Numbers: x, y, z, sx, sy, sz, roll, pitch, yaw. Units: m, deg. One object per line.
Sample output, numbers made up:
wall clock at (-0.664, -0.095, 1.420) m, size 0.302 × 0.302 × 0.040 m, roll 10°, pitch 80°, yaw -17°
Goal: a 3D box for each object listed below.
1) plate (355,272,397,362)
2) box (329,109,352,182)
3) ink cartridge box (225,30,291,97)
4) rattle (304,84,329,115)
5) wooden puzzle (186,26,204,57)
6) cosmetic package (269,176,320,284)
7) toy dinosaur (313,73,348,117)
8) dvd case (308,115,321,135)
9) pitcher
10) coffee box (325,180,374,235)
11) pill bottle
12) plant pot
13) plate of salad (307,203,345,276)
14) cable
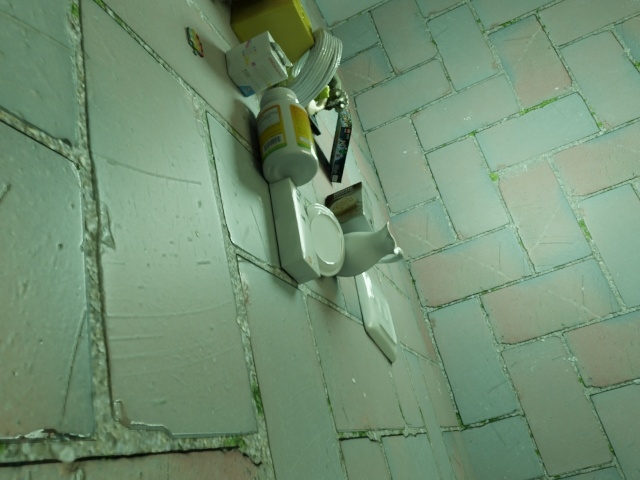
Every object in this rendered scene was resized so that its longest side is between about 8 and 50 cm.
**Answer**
plate at (0.199, 0.248, 1.819) m, size 0.278 × 0.045 × 0.277 m, roll 53°, pitch 22°, yaw -45°
box at (0.075, -0.357, 1.980) m, size 0.159 × 0.044 × 0.233 m, roll -90°, pitch -171°, yaw -52°
ink cartridge box at (-0.154, -0.450, 1.329) m, size 0.092 × 0.143 × 0.090 m, roll 47°, pitch 26°, yaw -55°
rattle at (-0.066, -0.487, 1.799) m, size 0.200 × 0.142 × 0.130 m, roll -59°, pitch 163°, yaw -24°
wooden puzzle at (-0.274, -0.435, 1.148) m, size 0.049 × 0.006 × 0.083 m, roll 41°, pitch 31°, yaw -61°
cosmetic package at (-0.061, -0.025, 1.234) m, size 0.099 × 0.060 × 0.239 m, roll 47°, pitch 26°, yaw -53°
toy dinosaur at (0.022, -0.564, 1.971) m, size 0.121 × 0.160 × 0.313 m, roll 52°, pitch 24°, yaw -49°
dvd case at (-0.070, -0.525, 1.970) m, size 0.238 × 0.029 × 0.179 m, roll 44°, pitch 28°, yaw -59°
pitcher at (0.133, 0.042, 1.543) m, size 0.178 × 0.207 × 0.125 m, roll 52°, pitch 22°, yaw -49°
coffee box at (0.093, -0.080, 1.712) m, size 0.098 × 0.141 × 0.246 m, roll 61°, pitch 15°, yaw -26°
pill bottle at (-0.090, -0.264, 1.314) m, size 0.136 × 0.136 × 0.246 m, roll 49°, pitch 25°, yaw -53°
plant pot at (-0.135, -0.647, 1.592) m, size 0.212 × 0.187 × 0.212 m, roll -98°, pitch 161°, yaw -44°
plate of salad at (0.000, 0.000, 1.404) m, size 0.200 × 0.048 × 0.200 m, roll 25°, pitch 58°, yaw -48°
cable at (-0.039, -0.542, 1.657) m, size 0.089 × 0.257 × 0.257 m, roll 28°, pitch 64°, yaw -28°
